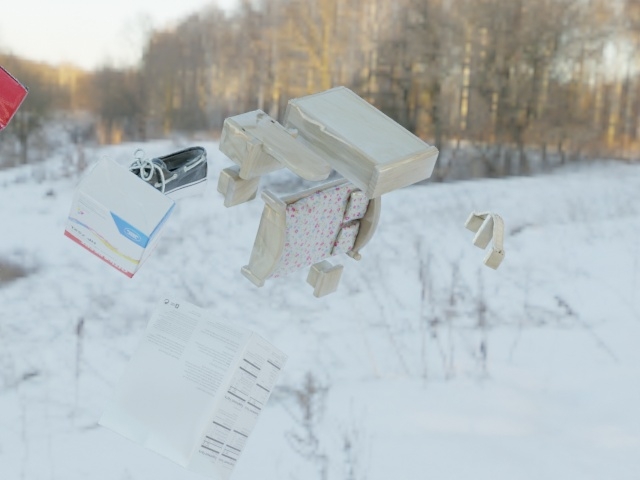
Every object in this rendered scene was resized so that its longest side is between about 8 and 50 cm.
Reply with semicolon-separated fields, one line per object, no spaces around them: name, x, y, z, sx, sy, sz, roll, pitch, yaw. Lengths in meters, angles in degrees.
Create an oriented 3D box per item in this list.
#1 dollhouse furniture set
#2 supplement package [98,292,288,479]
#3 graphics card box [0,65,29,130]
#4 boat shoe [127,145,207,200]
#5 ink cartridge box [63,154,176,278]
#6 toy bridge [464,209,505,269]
dollhouse furniture set;0.000;0.000;1.586;0.303;0.355;0.174;-20;48;-42
supplement package;-0.225;0.269;2.162;0.199;0.262;0.198;22;-11;24
graphics card box;-0.639;-0.199;1.785;0.371;0.094;0.233;-24;-55;38
boat shoe;-0.349;-0.127;2.433;0.306;0.104;0.113;-17;38;-40
ink cartridge box;-0.320;-0.025;1.867;0.134;0.078;0.231;34;-28;-2
toy bridge;0.282;-0.016;2.014;0.026;0.063;0.188;25;18;-14
